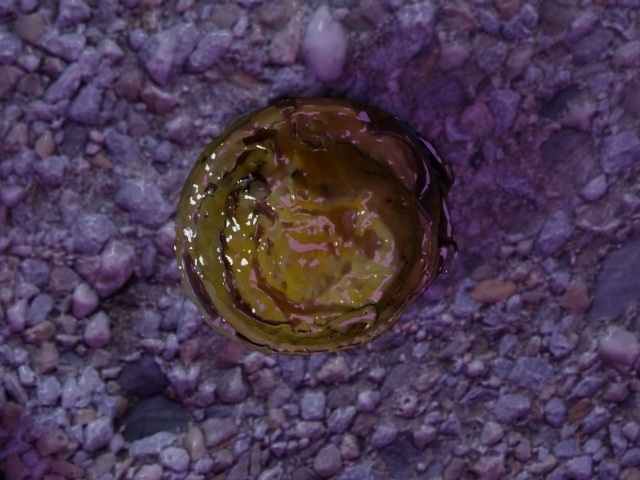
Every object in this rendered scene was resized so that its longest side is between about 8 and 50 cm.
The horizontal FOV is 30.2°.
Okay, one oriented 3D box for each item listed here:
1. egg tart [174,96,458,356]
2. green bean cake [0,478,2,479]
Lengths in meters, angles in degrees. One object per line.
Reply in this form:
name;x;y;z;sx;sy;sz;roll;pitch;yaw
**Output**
egg tart;0.000;0.000;1.135;0.290;0.107;0.291;-1;111;-2
green bean cake;-0.400;0.281;1.234;0.135;0.056;0.135;-39;117;3
